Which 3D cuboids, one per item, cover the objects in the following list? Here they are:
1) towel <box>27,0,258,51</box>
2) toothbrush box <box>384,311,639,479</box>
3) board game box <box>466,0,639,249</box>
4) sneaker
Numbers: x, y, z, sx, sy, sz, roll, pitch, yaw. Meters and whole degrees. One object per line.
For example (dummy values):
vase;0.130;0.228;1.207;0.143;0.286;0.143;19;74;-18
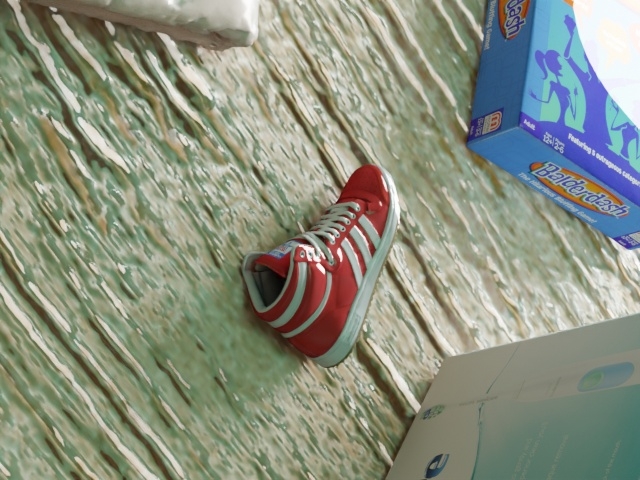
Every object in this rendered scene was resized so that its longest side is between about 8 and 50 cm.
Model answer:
towel;-0.137;-0.274;0.703;0.317;0.053;0.332;5;87;-47
toothbrush box;0.158;0.147;0.729;0.126;0.295;0.216;48;50;-22
board game box;0.176;-0.122;0.998;0.160;0.047;0.210;28;59;-33
sneaker;0.000;0.000;0.805;0.067;0.042;0.118;35;58;-34
